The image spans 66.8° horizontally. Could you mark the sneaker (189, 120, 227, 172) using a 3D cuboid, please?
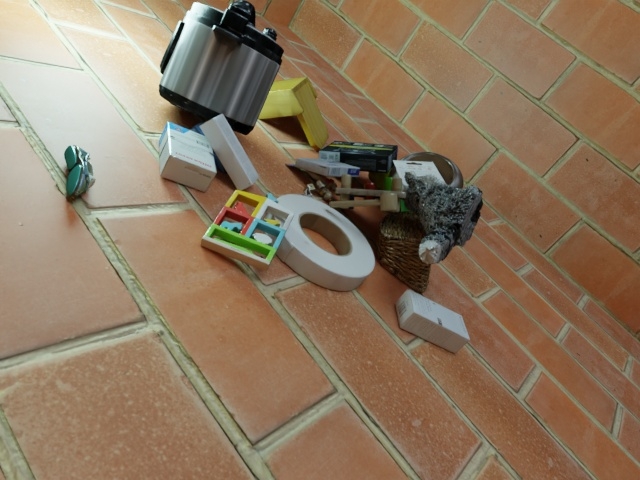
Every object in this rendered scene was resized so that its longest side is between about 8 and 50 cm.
[{"bbox_3d":[-0.377,-0.305,1.641,0.209,0.082,0.069,62,-7,15],"label":"sneaker"}]

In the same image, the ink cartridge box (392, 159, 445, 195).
[{"bbox_3d":[0.393,-0.250,1.952,0.181,0.056,0.224,2,33,-7],"label":"ink cartridge box"}]

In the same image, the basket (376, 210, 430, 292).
[{"bbox_3d":[0.321,0.036,1.857,0.214,0.223,0.299,7,25,14],"label":"basket"}]

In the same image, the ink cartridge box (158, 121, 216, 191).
[{"bbox_3d":[-0.411,-0.258,1.491,0.148,0.086,0.203,19,33,-32],"label":"ink cartridge box"}]

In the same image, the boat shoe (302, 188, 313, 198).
[{"bbox_3d":[-0.042,-0.156,1.800,0.035,0.035,0.100,20,32,-28],"label":"boat shoe"}]

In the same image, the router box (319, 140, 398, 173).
[{"bbox_3d":[0.174,-0.377,2.168,0.309,0.081,0.243,8,23,17],"label":"router box"}]

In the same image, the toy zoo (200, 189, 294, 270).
[{"bbox_3d":[-0.192,-0.048,1.384,0.192,0.030,0.293,21,40,-1],"label":"toy zoo"}]

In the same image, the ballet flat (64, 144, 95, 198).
[{"bbox_3d":[-0.585,-0.165,1.191,0.070,0.070,0.188,11,40,-38],"label":"ballet flat"}]

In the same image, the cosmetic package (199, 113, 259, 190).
[{"bbox_3d":[-0.293,-0.285,1.577,0.239,0.060,0.099,61,16,-17],"label":"cosmetic package"}]

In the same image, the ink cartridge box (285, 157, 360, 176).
[{"bbox_3d":[0.011,-0.302,1.967,0.224,0.045,0.223,20,17,33],"label":"ink cartridge box"}]

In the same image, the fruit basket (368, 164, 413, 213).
[{"bbox_3d":[0.400,-0.236,2.257,0.392,0.282,0.392,-7,14,2],"label":"fruit basket"}]

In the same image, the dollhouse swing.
[{"bbox_3d":[-0.152,-0.586,2.300,0.315,0.305,0.347,-4,27,13],"label":"dollhouse swing"}]

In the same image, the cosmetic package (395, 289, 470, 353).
[{"bbox_3d":[0.361,0.262,1.571,0.231,0.085,0.117,25,31,-18],"label":"cosmetic package"}]

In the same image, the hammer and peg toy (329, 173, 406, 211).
[{"bbox_3d":[0.173,-0.174,1.773,0.266,0.127,0.361,4,4,3],"label":"hammer and peg toy"}]

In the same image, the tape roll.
[{"bbox_3d":[0.000,0.000,1.577,0.392,0.072,0.392,27,30,-17],"label":"tape roll"}]

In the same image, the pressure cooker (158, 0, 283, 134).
[{"bbox_3d":[-0.332,-0.630,1.715,0.370,0.420,0.375,35,15,36],"label":"pressure cooker"}]

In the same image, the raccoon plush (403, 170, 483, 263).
[{"bbox_3d":[0.354,-0.109,1.655,0.299,0.216,0.446,24,27,29],"label":"raccoon plush"}]

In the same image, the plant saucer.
[{"bbox_3d":[0.443,-0.271,2.031,0.311,0.050,0.310,-2,53,3],"label":"plant saucer"}]

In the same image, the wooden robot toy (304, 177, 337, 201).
[{"bbox_3d":[0.022,-0.191,1.895,0.173,0.076,0.079,-5,59,-50],"label":"wooden robot toy"}]
